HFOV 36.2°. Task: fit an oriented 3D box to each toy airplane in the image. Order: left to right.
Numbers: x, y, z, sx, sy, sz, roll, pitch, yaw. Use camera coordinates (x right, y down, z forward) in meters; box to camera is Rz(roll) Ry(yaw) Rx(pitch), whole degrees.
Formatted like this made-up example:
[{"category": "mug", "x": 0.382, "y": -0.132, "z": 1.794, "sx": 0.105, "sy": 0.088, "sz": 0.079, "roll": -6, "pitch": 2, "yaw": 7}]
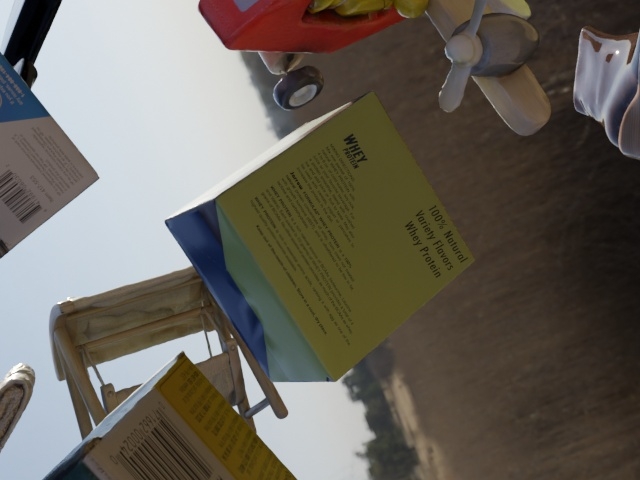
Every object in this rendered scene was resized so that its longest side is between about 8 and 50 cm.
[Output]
[{"category": "toy airplane", "x": 0.096, "y": -0.322, "z": 1.073, "sx": 0.272, "sy": 0.386, "sz": 0.384, "roll": 115, "pitch": 172, "yaw": -61}]

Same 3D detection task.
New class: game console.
[{"category": "game console", "x": -0.335, "y": -0.176, "z": 1.075, "sx": 0.213, "sy": 0.044, "sz": 0.361, "roll": -43, "pitch": 38, "yaw": 50}]

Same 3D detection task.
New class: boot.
[{"category": "boot", "x": 0.367, "y": -0.223, "z": 1.178, "sx": 0.207, "sy": 0.090, "sz": 0.248, "roll": -123, "pitch": 21, "yaw": -53}]

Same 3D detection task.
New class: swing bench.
[{"category": "swing bench", "x": -0.220, "y": 0.181, "z": 1.367, "sx": 0.165, "sy": 0.253, "sz": 0.254, "roll": -43, "pitch": 66, "yaw": 58}]

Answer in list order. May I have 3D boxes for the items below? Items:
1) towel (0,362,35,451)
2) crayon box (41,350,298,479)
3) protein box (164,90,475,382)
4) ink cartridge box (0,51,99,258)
[{"category": "towel", "x": -0.443, "y": 0.286, "z": 1.229, "sx": 0.049, "sy": 0.282, "sz": 0.187, "roll": 30, "pitch": 172, "yaw": -13}, {"category": "crayon box", "x": -0.019, "y": 0.222, "z": 0.535, "sx": 0.318, "sy": 0.081, "sz": 0.202, "roll": 48, "pitch": -173, "yaw": -1}, {"category": "protein box", "x": 0.000, "y": 0.000, "z": 0.954, "sx": 0.199, "sy": 0.201, "sz": 0.136, "roll": 58, "pitch": 152, "yaw": -10}, {"category": "ink cartridge box", "x": -0.294, "y": -0.048, "z": 0.760, "sx": 0.139, "sy": 0.191, "sz": 0.082, "roll": 56, "pitch": 167, "yaw": -29}]
